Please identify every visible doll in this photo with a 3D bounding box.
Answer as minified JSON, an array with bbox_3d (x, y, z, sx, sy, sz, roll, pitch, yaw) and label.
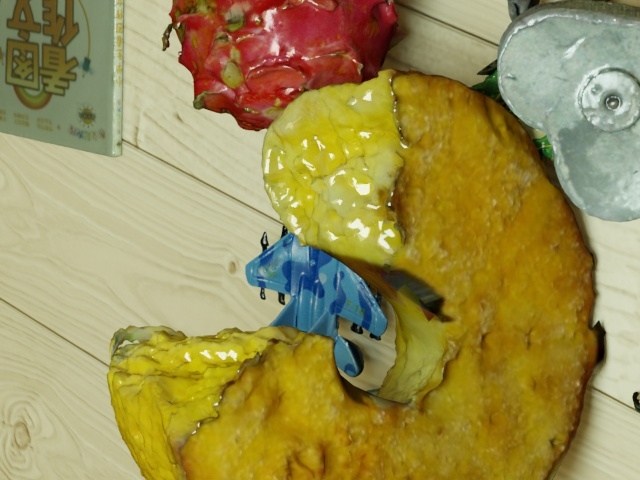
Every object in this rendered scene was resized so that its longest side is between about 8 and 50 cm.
[{"bbox_3d":[0.183,-0.114,1.466,0.113,0.077,0.078,44,139,-12],"label":"doll"}]

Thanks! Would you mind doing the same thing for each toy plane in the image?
[{"bbox_3d":[0.005,-0.001,1.610,0.169,0.078,0.246,20,105,33],"label":"toy plane"}]

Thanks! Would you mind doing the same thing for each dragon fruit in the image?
[{"bbox_3d":[-0.034,-0.218,1.512,0.210,0.205,0.268,-49,46,35],"label":"dragon fruit"}]

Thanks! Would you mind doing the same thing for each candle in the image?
[{"bbox_3d":[0.239,-0.118,1.374,0.168,0.068,0.192,-34,100,17],"label":"candle"}]

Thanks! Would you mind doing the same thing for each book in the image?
[{"bbox_3d":[-0.285,-0.248,1.816,0.208,0.020,0.295,13,108,35],"label":"book"}]

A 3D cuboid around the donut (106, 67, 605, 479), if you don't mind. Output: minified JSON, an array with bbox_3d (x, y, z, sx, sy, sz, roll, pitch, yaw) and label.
[{"bbox_3d":[0.035,0.097,1.411,0.163,0.435,0.378,4,141,51],"label":"donut"}]

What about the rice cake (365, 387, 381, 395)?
[{"bbox_3d":[0.042,0.173,1.626,0.206,0.063,0.069,-16,88,39],"label":"rice cake"}]

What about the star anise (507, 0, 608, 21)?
[{"bbox_3d":[0.183,-0.284,1.412,0.172,0.063,0.208,-30,81,35],"label":"star anise"}]

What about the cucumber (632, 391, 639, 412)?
[{"bbox_3d":[0.322,0.147,1.414,0.163,0.043,0.039,6,123,35],"label":"cucumber"}]
